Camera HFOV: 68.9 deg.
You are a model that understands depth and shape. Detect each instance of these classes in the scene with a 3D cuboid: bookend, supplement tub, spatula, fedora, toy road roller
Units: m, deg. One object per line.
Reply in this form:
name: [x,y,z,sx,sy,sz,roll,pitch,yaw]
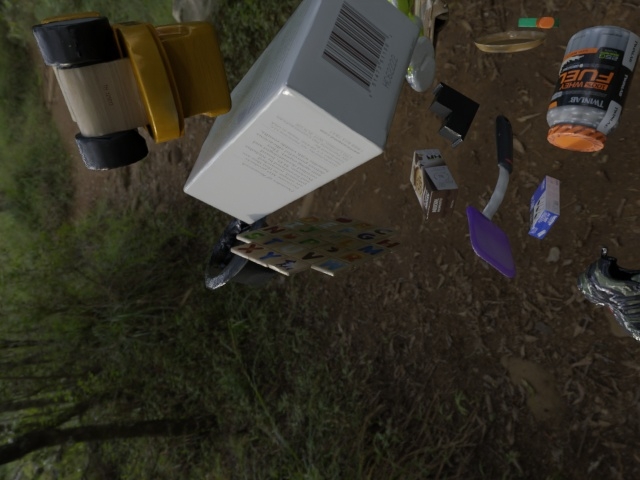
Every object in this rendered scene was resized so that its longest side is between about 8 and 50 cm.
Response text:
bookend: [0.429,-0.421,1.575,0.157,0.156,0.072,-63,6,-15]
supplement tub: [0.788,-0.434,1.364,0.194,0.194,0.315,15,89,58]
spatula: [0.244,-0.076,0.637,0.030,0.084,0.296,-32,30,50]
fedora: [-0.202,0.036,1.373,0.334,0.153,0.334,-44,26,28]
toy road roller: [-0.291,-0.261,0.753,0.329,0.241,0.202,42,146,52]

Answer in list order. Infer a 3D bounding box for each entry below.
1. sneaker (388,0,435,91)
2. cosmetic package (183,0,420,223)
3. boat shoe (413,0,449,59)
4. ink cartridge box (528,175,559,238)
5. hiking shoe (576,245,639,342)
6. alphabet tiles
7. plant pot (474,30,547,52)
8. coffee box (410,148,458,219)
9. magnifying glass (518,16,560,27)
sneaker: [0.181,-0.450,1.076,0.126,0.091,0.239,-6,101,58]
cosmetic package: [-0.061,-0.200,0.788,0.453,0.162,0.229,-18,48,58]
boat shoe: [0.359,-0.711,1.493,0.110,0.122,0.340,14,87,26]
ink cartridge box: [0.677,-0.103,1.411,0.046,0.207,0.097,24,133,9]
hiking shoe: [0.606,0.113,0.879,0.227,0.086,0.114,42,146,30]
alphabet tiles: [0.000,0.000,0.991,0.285,0.343,0.011,18,116,41]
plant pot: [0.663,-0.695,1.635,0.236,0.237,0.032,38,145,51]
coffee box: [0.500,-0.254,2.082,0.297,0.119,0.168,-99,6,-46]
magnifying glass: [0.508,-0.500,1.073,0.092,0.231,0.026,9,115,16]
